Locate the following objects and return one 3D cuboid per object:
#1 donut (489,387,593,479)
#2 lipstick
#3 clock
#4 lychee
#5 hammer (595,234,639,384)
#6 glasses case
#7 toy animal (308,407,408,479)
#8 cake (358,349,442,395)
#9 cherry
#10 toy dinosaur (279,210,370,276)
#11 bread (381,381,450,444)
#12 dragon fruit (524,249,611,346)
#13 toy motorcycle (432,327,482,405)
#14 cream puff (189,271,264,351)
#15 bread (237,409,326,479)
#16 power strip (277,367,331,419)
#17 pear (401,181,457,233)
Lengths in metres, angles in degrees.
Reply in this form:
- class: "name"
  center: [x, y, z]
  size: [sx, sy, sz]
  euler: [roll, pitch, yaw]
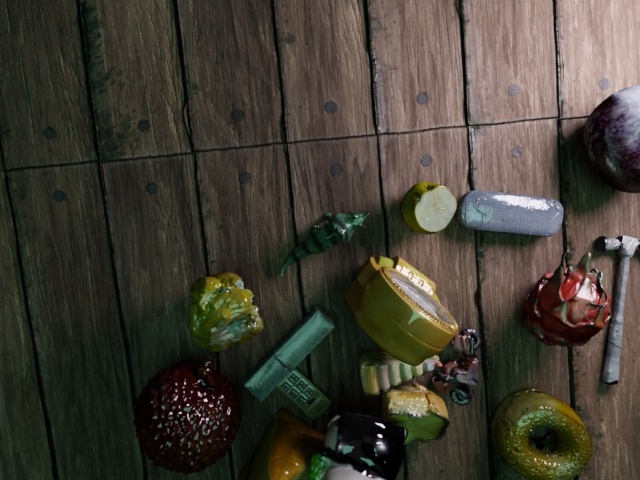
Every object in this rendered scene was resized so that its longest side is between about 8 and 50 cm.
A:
- class: "donut"
  center: [0.621, 0.554, 1.159]
  size: [0.272, 0.107, 0.272]
  euler: [0, 93, 1]
- class: "lipstick"
  center: [-0.082, 0.302, 1.131]
  size: [0.076, 0.077, 0.289]
  euler: [43, 92, -4]
- class: "clock"
  center: [0.194, 0.173, 1.012]
  size: [0.244, 0.317, 0.200]
  euler: [33, 100, -5]
- class: "lychee"
  center: [-0.328, 0.433, 1.046]
  size: [0.264, 0.264, 0.300]
  euler: [18, 98, -3]
- class: "hammer"
  center: [0.827, 0.198, 1.166]
  size: [0.152, 0.044, 0.427]
  euler: [5, 96, -3]
- class: "glasses case"
  center: [0.512, -0.072, 1.120]
  size: [0.282, 0.067, 0.109]
  euler: [5, 92, 0]
- class: "toy animal"
  center: [0.079, 0.552, 0.988]
  size: [0.212, 0.212, 0.266]
  euler: [24, 60, -3]
- class: "cake"
  center: [0.208, 0.329, 1.125]
  size: [0.225, 0.109, 0.090]
  euler: [-20, 95, 1]
- class: "cherry"
  center: [0.813, -0.249, 1.037]
  size: [0.255, 0.218, 0.296]
  euler: [-42, 89, 9]
- class: "toy dinosaur"
  center: [0.004, -0.008, 1.114]
  size: [0.292, 0.120, 0.079]
  euler: [-28, 107, 25]
- class: "bread"
  center: [0.247, 0.456, 1.130]
  size: [0.174, 0.133, 0.251]
  euler: [-2, 139, 4]
- class: "dragon fruit"
  center: [0.641, 0.159, 1.073]
  size: [0.192, 0.193, 0.274]
  euler: [-2, 125, -42]
- class: "toy motorcycle"
  center: [0.376, 0.344, 1.146]
  size: [0.118, 0.084, 0.212]
  euler: [10, 87, -1]
- class: "cream puff"
  center: [-0.257, 0.176, 1.066]
  size: [0.195, 0.221, 0.194]
  euler: [-1, 50, 1]
- class: "bread"
  center: [-0.088, 0.633, 1.020]
  size: [0.245, 0.361, 0.233]
  euler: [33, 93, -2]
- class: "power strip"
  center: [-0.041, 0.434, 1.168]
  size: [0.169, 0.028, 0.076]
  euler: [43, 92, -4]
- class: "pear"
  center: [0.277, -0.091, 1.097]
  size: [0.141, 0.104, 0.141]
  euler: [-7, 113, -18]
